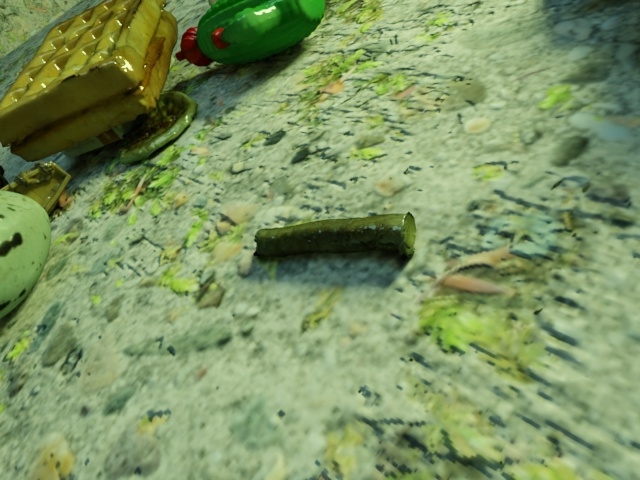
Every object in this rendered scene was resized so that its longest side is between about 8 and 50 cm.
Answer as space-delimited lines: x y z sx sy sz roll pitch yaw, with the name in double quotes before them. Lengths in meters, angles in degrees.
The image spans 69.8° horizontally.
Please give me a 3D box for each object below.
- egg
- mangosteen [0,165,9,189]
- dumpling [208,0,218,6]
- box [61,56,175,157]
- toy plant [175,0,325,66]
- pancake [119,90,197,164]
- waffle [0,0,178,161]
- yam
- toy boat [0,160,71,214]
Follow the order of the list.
"egg" -0.341 0.011 0.448 0.132 0.131 0.164 -8 41 27
"mangosteen" -0.511 -0.066 0.617 0.193 0.192 0.217 -22 11 13
"dumpling" -0.075 -0.438 0.734 0.216 0.126 0.166 -37 66 -25
"box" -0.320 -0.224 0.736 0.122 0.032 0.220 -12 45 23
"toy plant" -0.096 -0.289 0.618 0.155 0.088 0.240 -36 28 -21
"pancake" -0.216 -0.155 0.611 0.116 0.022 0.129 -29 46 6
"waffle" -0.333 -0.259 0.683 0.224 0.098 0.327 -22 45 11
"yam" 0.000 0.000 0.318 0.130 0.027 0.033 -6 47 30
"toy boat" -0.385 -0.013 0.544 0.072 0.064 0.206 -2 48 53
